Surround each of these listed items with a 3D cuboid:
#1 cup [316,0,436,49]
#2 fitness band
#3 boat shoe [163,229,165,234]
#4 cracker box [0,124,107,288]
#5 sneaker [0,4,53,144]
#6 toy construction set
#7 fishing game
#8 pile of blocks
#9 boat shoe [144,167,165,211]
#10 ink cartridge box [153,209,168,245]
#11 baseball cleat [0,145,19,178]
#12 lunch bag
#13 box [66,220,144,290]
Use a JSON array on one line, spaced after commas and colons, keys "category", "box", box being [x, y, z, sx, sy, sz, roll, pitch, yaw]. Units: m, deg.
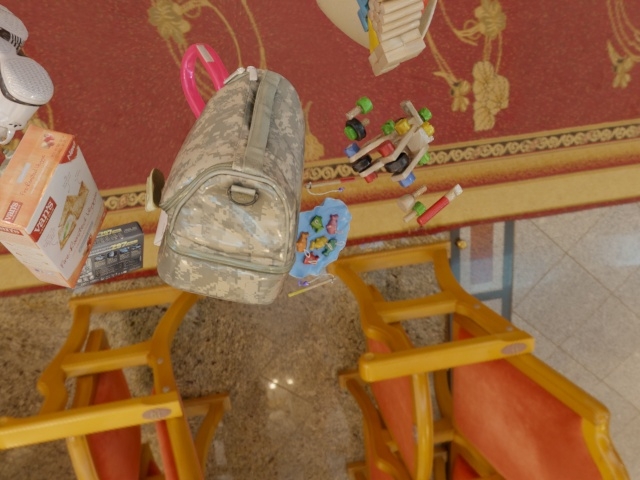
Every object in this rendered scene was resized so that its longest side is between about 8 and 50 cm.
[{"category": "cup", "box": [0.124, -0.633, 1.212, 0.236, 0.331, 0.331, 22, 113, 25]}, {"category": "fitness band", "box": [-0.351, -0.470, 1.527, 0.054, 0.291, 0.209, -17, 159, -35]}, {"category": "boat shoe", "box": [-0.232, -0.035, 1.029, 0.227, 0.069, 0.081, -30, 139, 12]}, {"category": "cracker box", "box": [-0.406, -0.040, 0.756, 0.067, 0.156, 0.232, 14, 154, -4]}, {"category": "sneaker", "box": [-0.803, -0.416, 1.209, 0.210, 0.137, 0.366, -42, 73, 24]}, {"category": "toy construction set", "box": [0.231, -0.219, 1.220, 0.237, 0.257, 0.309, -38, 84, -10]}, {"category": "fishing game", "box": [0.000, 0.000, 1.016, 0.189, 0.041, 0.264, -13, 126, -41]}, {"category": "pile of blocks", "box": [0.134, -0.469, 0.871, 0.112, 0.149, 0.362, -25, 148, -11]}, {"category": "boat shoe", "box": [-0.516, -0.157, 1.527, 0.048, 0.153, 0.056, -23, 148, 22]}, {"category": "ink cartridge box", "box": [-0.333, -0.061, 1.543, 0.307, 0.129, 0.223, 18, 69, -31]}, {"category": "baseball cleat", "box": [-0.546, -0.085, 0.909, 0.072, 0.206, 0.109, -4, 147, 15]}, {"category": "lunch bag", "box": [-0.121, -0.095, 0.774, 0.212, 0.305, 0.256, 16, 133, -13]}, {"category": "box", "box": [-0.648, 0.046, 1.474, 0.232, 0.059, 0.183, -21, 153, -32]}]
